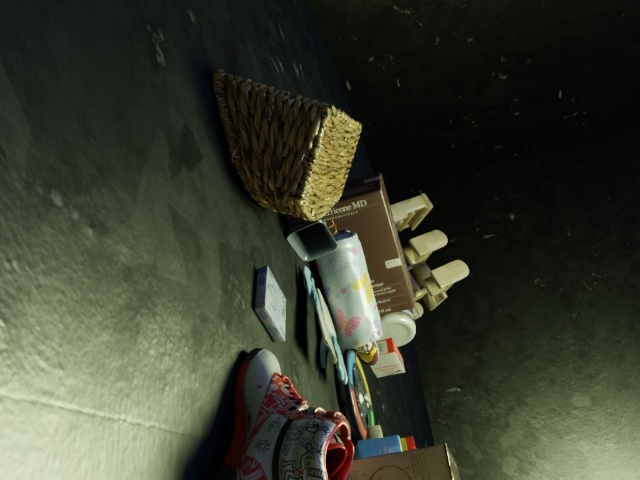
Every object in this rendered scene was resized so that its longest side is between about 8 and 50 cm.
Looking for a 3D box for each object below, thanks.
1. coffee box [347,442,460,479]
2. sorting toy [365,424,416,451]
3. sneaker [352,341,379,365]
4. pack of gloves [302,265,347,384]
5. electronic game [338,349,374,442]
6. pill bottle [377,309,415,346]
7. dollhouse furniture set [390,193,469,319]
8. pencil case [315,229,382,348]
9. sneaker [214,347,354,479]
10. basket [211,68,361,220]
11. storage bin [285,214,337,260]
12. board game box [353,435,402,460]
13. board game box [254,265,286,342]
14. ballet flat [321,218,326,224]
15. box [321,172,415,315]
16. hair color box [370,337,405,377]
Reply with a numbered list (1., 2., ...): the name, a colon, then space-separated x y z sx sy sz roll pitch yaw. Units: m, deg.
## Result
1. coffee box: 0.053 0.335 0.748 0.141 0.247 0.098 57 21 -57
2. sorting toy: 0.150 0.523 1.147 0.255 0.090 0.257 91 -10 -48
3. sneaker: 0.098 0.264 1.560 0.185 0.070 0.084 65 22 -18
4. pack of gloves: -0.005 0.177 1.242 0.232 0.046 0.195 -108 175 -46
5. electronic game: 0.090 0.370 1.404 0.229 0.048 0.229 -14 90 -79
6. pill bottle: 0.231 0.217 2.030 0.264 0.153 0.153 -91 163 -48
7. dollhouse furniture set: 0.360 0.057 2.232 0.394 0.257 0.362 59 -30 19
8. pencil case: 0.059 0.117 1.410 0.114 0.124 0.272 -21 96 -52
9. sneaker: -0.032 0.223 0.733 0.270 0.145 0.090 -84 157 -62
10. basket: -0.075 -0.164 1.117 0.299 0.223 0.213 -20 128 -76
11. storage bin: -0.023 -0.034 1.273 0.135 0.098 0.091 56 12 -60
12. board game box: 0.090 0.467 0.948 0.316 0.064 0.242 98 -15 -58
13. board game box: -0.080 0.104 0.974 0.090 0.020 0.090 -93 164 -47
14. ballet flat: 0.000 0.000 1.483 0.041 0.041 0.114 43 34 -70
15. box: 0.129 0.025 1.671 0.143 0.191 0.381 -80 153 -65
16. hair color box: 0.195 0.359 1.823 0.167 0.093 0.053 62 18 -52
